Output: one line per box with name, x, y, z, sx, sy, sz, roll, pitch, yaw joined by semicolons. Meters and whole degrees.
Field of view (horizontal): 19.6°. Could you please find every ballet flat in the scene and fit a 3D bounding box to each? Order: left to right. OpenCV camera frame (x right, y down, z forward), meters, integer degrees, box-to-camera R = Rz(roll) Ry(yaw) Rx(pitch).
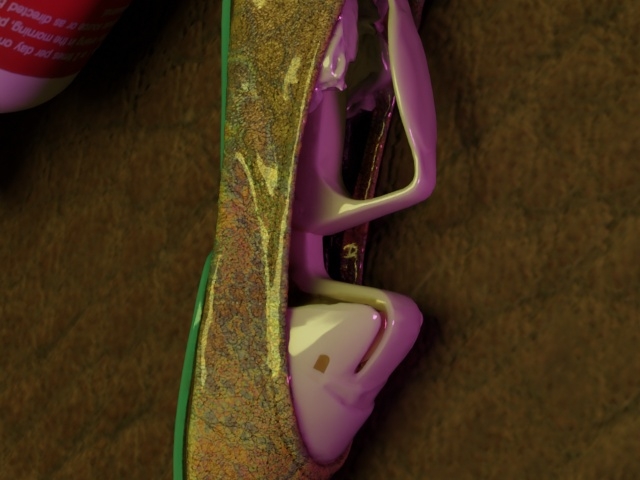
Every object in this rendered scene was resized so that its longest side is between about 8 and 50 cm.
ballet flat;0.000;0.000;0.921;0.123;0.123;0.348;-1;81;39

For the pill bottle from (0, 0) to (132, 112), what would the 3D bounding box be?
pill bottle;-0.181;-0.222;1.031;0.407;0.229;0.229;-51;54;20
